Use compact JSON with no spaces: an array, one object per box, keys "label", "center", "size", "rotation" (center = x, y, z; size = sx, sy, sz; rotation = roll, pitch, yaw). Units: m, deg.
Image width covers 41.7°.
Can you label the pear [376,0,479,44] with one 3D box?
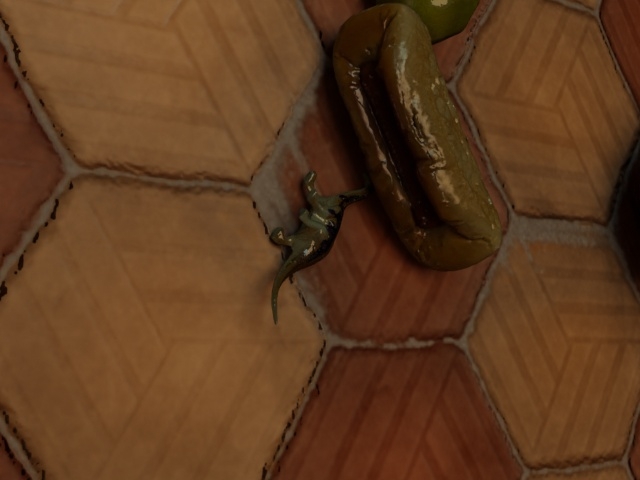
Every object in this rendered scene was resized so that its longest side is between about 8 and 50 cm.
[{"label":"pear","center":[0.092,-0.221,0.762],"size":[0.097,0.092,0.092],"rotation":[35,63,3]}]

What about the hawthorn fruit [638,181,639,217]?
[{"label":"hawthorn fruit","center":[0.444,-0.034,0.893],"size":[0.215,0.215,0.250],"rotation":[51,59,-17]}]

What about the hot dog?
[{"label":"hot dog","center":[0.078,-0.082,0.722],"size":[0.073,0.084,0.243],"rotation":[-32,103,-53]}]

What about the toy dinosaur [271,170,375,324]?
[{"label":"toy dinosaur","center":[-0.009,-0.012,0.689],"size":[0.058,0.037,0.180],"rotation":[47,60,-13]}]
